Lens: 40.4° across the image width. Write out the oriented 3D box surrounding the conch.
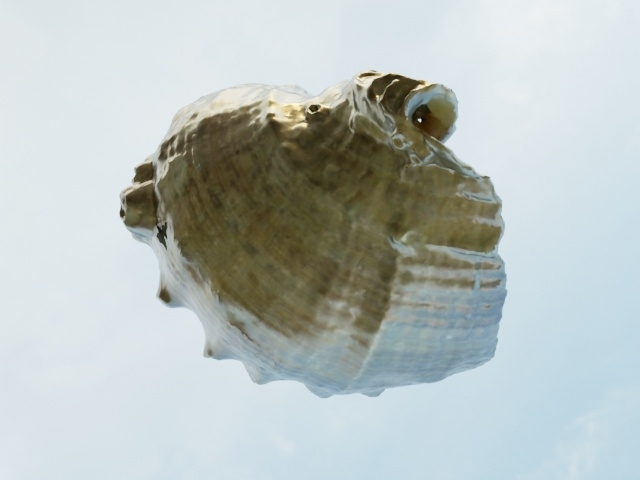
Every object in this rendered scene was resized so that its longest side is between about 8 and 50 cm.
[{"bbox_3d":[-0.014,0.011,0.660,0.210,0.352,0.297,-37,-86,-14],"label":"conch"}]
